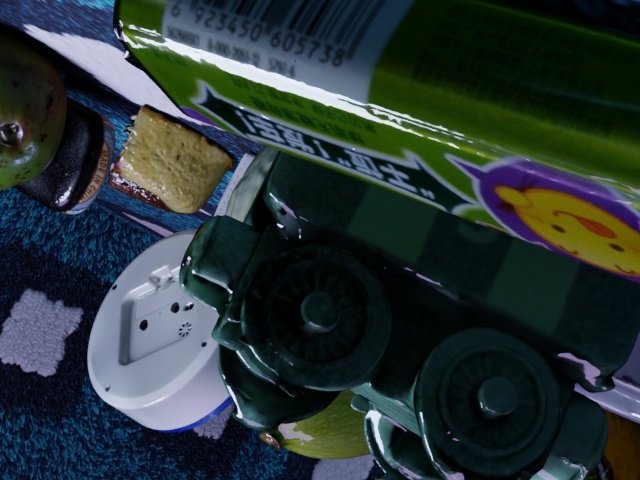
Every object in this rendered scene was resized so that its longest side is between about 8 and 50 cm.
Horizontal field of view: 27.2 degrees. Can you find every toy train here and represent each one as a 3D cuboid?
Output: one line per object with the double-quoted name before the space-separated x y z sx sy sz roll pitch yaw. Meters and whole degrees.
"toy train" 0.064 0.037 0.880 0.299 0.238 0.167 28 162 -5

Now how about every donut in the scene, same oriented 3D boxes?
"donut" -0.182 -0.086 1.548 0.141 0.085 0.217 26 172 -5

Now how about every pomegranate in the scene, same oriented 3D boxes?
"pomegranate" -0.378 -0.156 1.440 0.181 0.181 0.224 32 -170 -46

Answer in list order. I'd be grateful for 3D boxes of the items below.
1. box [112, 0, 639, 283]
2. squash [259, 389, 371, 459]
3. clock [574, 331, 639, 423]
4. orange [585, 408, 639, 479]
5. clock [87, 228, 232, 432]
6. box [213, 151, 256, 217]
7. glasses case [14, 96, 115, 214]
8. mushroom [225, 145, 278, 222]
"box" 0.057 -0.076 0.676 0.345 0.097 0.134 22 164 33
"squash" 0.053 0.087 1.023 0.247 0.132 0.132 -20 -157 -33
"clock" 0.305 0.108 1.164 0.338 0.102 0.338 25 174 3
"orange" 0.271 0.225 1.449 0.274 0.274 0.274 25 174 3
"clock" -0.162 0.100 1.517 0.230 0.230 0.083 18 162 48
"box" 0.055 0.027 1.499 0.330 0.095 0.210 26 174 8
"glasses case" -0.342 -0.123 1.586 0.082 0.122 0.321 17 -173 -40
"mushroom" -0.004 0.007 1.173 0.164 0.189 0.267 39 179 16
